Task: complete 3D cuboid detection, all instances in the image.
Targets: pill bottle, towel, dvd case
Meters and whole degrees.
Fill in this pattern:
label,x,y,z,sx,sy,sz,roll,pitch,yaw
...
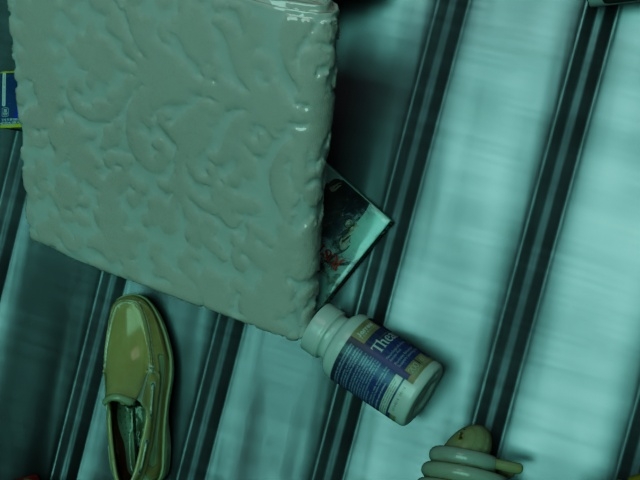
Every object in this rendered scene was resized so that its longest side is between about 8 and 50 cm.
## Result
label,x,y,z,sx,sy,sz,roll,pitch,yaw
pill bottle,0.044,0.108,1.218,0.120,0.067,0.067,32,99,17
towel,-0.135,-0.095,1.211,0.317,0.053,0.332,19,127,20
dvd case,0.000,0.000,1.265,0.087,0.013,0.119,43,103,15

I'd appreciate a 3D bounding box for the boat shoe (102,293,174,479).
label,x,y,z,sx,sy,sz,roll,pitch,yaw
boat shoe,-0.179,0.145,1.292,0.068,0.072,0.190,-9,85,19

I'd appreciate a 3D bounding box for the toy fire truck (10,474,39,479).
label,x,y,z,sx,sy,sz,roll,pitch,yaw
toy fire truck,-0.235,0.296,1.321,0.192,0.047,0.135,-6,85,18

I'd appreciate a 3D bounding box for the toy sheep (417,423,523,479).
label,x,y,z,sx,sy,sz,roll,pitch,yaw
toy sheep,0.125,0.225,1.180,0.091,0.091,0.132,7,72,19

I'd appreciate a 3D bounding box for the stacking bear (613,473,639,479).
label,x,y,z,sx,sy,sz,roll,pitch,yaw
stacking bear,0.284,0.255,1.087,0.289,0.164,0.175,-27,83,5

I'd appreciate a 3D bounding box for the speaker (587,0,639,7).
label,x,y,z,sx,sy,sz,roll,pitch,yaw
speaker,0.295,-0.233,1.148,0.136,0.055,0.055,-3,88,18

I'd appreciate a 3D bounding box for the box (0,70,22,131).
label,x,y,z,sx,sy,sz,roll,pitch,yaw
box,-0.229,-0.137,1.326,0.169,0.054,0.059,1,89,18
